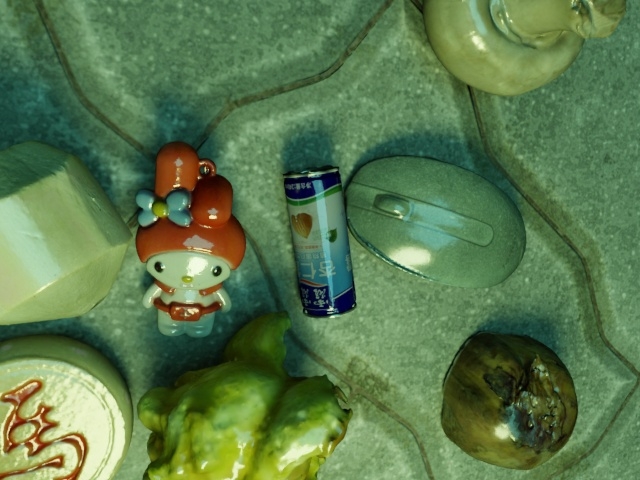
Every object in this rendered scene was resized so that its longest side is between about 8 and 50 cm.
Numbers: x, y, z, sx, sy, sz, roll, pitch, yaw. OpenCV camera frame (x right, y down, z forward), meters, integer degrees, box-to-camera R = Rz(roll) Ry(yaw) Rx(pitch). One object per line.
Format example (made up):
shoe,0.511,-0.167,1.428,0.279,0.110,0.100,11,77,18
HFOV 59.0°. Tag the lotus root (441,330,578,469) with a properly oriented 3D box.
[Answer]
lotus root,0.369,0.303,1.059,0.272,0.192,0.272,-1,92,-15

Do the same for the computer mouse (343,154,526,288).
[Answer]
computer mouse,0.221,-0.028,0.985,0.373,0.114,0.203,15,93,-20

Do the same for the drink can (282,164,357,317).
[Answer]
drink can,0.000,0.000,0.918,0.097,0.097,0.235,-10,101,-19

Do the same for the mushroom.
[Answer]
mushroom,0.317,-0.382,0.876,0.297,0.290,0.298,-3,98,-22

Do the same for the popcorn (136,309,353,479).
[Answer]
popcorn,-0.109,0.268,0.837,0.289,0.321,0.326,-1,81,-3

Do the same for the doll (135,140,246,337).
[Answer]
doll,-0.190,0.002,0.828,0.160,0.130,0.291,6,110,-8

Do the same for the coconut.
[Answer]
coconut,-0.362,0.003,0.722,0.241,0.241,0.241,-3,98,-20

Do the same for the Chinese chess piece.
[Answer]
Chinese chess piece,-0.406,0.267,0.801,0.273,0.102,0.274,-3,98,-20
